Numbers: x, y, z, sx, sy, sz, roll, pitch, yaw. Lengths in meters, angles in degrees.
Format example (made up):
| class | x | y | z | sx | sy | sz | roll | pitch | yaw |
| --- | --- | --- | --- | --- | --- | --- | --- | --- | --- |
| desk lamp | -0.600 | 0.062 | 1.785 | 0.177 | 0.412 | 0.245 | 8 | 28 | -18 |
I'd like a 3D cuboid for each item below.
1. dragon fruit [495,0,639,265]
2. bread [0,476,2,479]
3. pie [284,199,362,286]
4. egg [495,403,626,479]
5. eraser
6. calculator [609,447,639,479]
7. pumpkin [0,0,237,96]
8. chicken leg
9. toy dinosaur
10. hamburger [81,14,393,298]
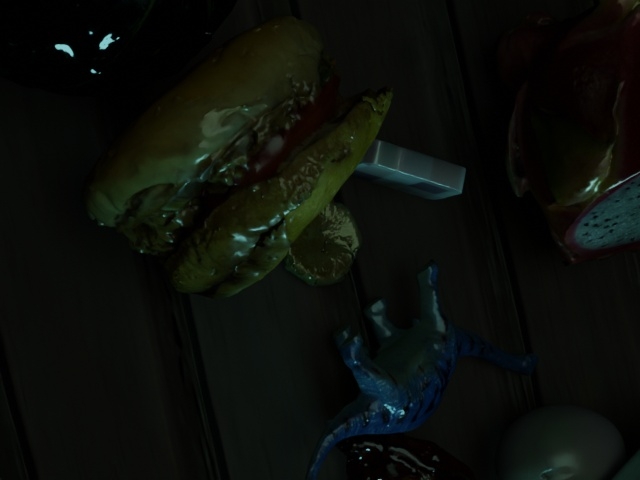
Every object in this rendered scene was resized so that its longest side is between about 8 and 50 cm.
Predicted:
| class | x | y | z | sx | sy | sz | roll | pitch | yaw |
| --- | --- | --- | --- | --- | --- | --- | --- | --- | --- |
| dragon fruit | 0.299 | -0.137 | 1.462 | 0.305 | 0.305 | 0.225 | -11 | 68 | -26 |
| bread | -0.314 | 0.201 | 1.186 | 0.102 | 0.196 | 0.138 | 50 | 63 | -17 |
| pie | 0.000 | 0.000 | 1.447 | 0.084 | 0.020 | 0.084 | 3 | 83 | -27 |
| egg | 0.225 | 0.205 | 1.490 | 0.135 | 0.103 | 0.103 | -3 | 87 | -34 |
| eraser | 0.076 | -0.065 | 1.464 | 0.105 | 0.065 | 0.026 | 15 | 80 | -23 |
| calculator | 0.298 | 0.268 | 1.500 | 0.295 | 0.042 | 0.184 | -42 | 144 | -25 |
| pumpkin | -0.206 | -0.258 | 1.274 | 0.296 | 0.296 | 0.295 | 2 | 85 | -25 |
| chicken leg | 0.100 | 0.233 | 1.441 | 0.219 | 0.048 | 0.089 | 35 | 62 | -5 |
| toy dinosaur | 0.070 | 0.110 | 1.438 | 0.329 | 0.076 | 0.144 | -25 | 92 | -42 |
| hamburger | -0.067 | -0.071 | 1.307 | 0.163 | 0.244 | 0.244 | 40 | 70 | -3 |
